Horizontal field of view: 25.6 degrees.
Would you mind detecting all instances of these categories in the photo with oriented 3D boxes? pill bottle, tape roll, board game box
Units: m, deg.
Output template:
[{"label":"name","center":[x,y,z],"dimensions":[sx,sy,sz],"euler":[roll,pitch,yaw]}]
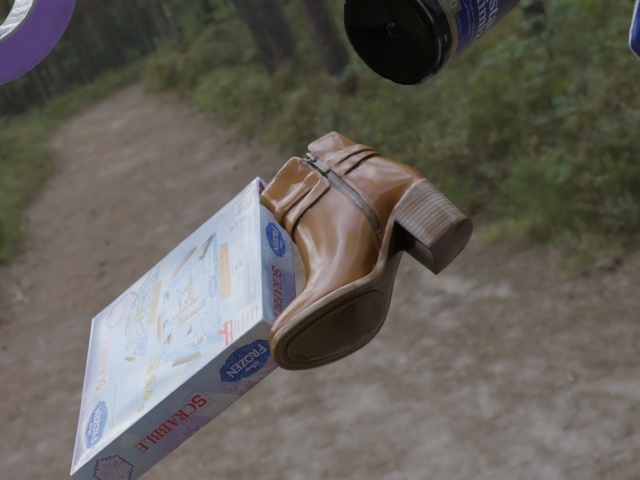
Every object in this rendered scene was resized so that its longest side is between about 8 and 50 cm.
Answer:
[{"label":"pill bottle","center":[0.130,-0.258,1.409],"dimensions":[0.123,0.123,0.219],"euler":[-10,26,50]},{"label":"tape roll","center":[-0.412,-0.302,1.560],"dimensions":[0.275,0.275,0.090],"euler":[-28,16,-23]},{"label":"board game box","center":[-0.164,0.113,1.724],"dimensions":[0.318,0.066,0.318],"euler":[-39,26,20]}]

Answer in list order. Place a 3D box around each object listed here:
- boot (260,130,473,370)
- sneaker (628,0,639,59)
[{"label":"boot","center":[0.000,0.000,1.559],"dimensions":[0.283,0.109,0.220],"euler":[-41,56,-17]},{"label":"sneaker","center":[0.363,-0.278,1.257],"dimensions":[0.112,0.296,0.131],"euler":[25,46,12]}]
